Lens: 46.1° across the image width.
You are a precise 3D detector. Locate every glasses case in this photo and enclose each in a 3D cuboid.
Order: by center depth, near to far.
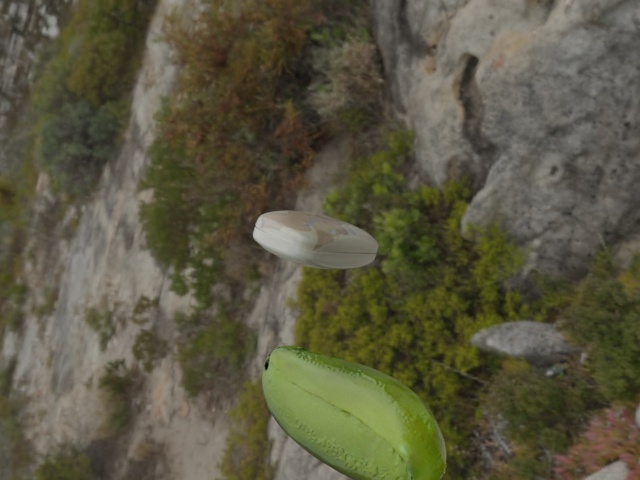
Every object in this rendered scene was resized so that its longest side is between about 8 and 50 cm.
[{"bbox_3d":[0.000,0.000,0.814,0.081,0.204,0.051,21,97,23],"label":"glasses case"}]

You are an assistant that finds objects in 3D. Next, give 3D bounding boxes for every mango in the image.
[{"bbox_3d":[0.028,0.137,0.602,0.074,0.165,0.091,-34,-26,-58],"label":"mango"}]
